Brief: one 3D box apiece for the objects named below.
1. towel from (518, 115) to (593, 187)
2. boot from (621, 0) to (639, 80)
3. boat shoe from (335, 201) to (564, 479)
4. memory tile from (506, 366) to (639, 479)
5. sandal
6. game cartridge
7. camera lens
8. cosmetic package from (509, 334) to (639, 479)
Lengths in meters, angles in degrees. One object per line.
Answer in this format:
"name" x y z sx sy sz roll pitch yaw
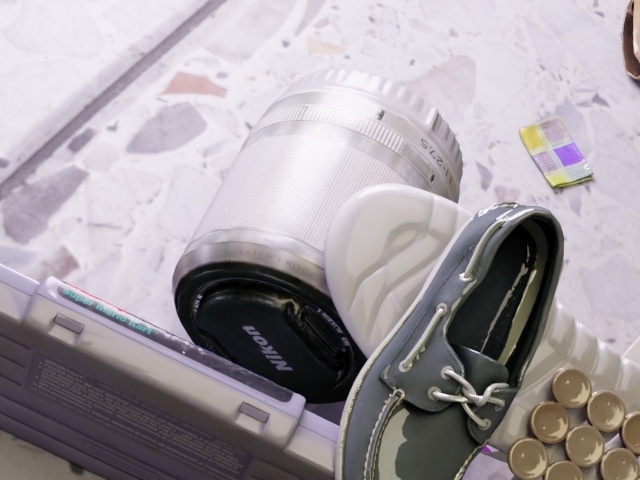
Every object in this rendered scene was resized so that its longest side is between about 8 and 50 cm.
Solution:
"towel" 0.257 -0.097 2.106 0.060 0.009 0.083 -14 64 -26
"boot" 0.418 -0.301 2.238 0.115 0.112 0.305 10 57 1
"boat shoe" 0.110 0.106 1.585 0.116 0.099 0.319 32 72 -13
"memory tile" 0.239 0.186 1.647 0.148 0.012 0.113 35 73 -6
"sandal" 0.164 0.119 1.706 0.416 0.102 0.169 39 70 -2
"game cartridge" -0.153 0.150 1.682 0.355 0.230 0.068 26 54 -1
"camera lens" 0.000 0.000 1.833 0.219 0.219 0.274 26 54 0
"cosmetic package" 0.290 0.191 1.842 0.113 0.160 0.309 41 57 11
